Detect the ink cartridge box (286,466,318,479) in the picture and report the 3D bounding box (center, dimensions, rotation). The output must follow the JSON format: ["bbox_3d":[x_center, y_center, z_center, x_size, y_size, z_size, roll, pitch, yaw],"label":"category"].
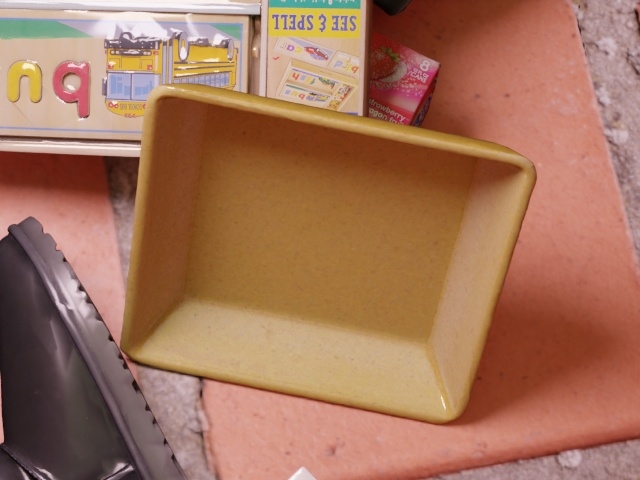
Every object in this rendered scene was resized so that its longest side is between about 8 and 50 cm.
[{"bbox_3d":[-0.034,0.266,1.500,0.067,0.198,0.115,43,73,10],"label":"ink cartridge box"}]

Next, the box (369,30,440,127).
[{"bbox_3d":[-0.027,-0.152,1.684,0.257,0.122,0.128,26,72,6],"label":"box"}]

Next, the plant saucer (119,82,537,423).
[{"bbox_3d":[0.000,0.000,1.561,0.332,0.333,0.081,11,42,0],"label":"plant saucer"}]

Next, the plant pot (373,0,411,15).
[{"bbox_3d":[0.036,-0.368,1.705,0.255,0.271,0.272,40,73,-7],"label":"plant pot"}]

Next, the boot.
[{"bbox_3d":[-0.362,0.227,1.533,0.445,0.146,0.367,-28,73,-8],"label":"boot"}]

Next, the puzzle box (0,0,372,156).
[{"bbox_3d":[-0.155,-0.209,1.591,0.409,0.052,0.272,2,95,8],"label":"puzzle box"}]
